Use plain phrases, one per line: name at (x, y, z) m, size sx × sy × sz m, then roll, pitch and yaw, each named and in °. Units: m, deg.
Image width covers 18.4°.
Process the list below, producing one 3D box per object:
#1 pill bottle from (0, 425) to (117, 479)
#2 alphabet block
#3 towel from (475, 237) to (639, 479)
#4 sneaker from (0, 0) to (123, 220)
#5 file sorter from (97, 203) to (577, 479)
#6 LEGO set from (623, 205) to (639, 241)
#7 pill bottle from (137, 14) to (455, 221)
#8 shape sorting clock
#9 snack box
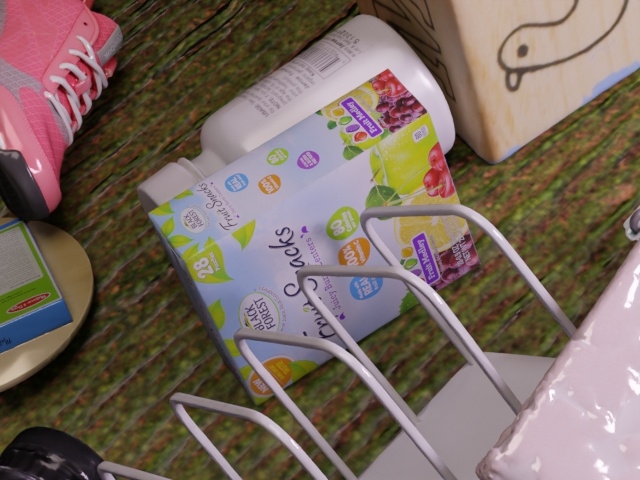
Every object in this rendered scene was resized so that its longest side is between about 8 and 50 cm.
pill bottle at (-0.232, 0.233, 1.360) m, size 0.123 × 0.123 × 0.219 m, roll 12°, pitch 43°, yaw 26°
alphabet block at (0.139, -0.219, 1.573) m, size 0.192 × 0.197 × 0.193 m, roll -35°, pitch 50°, yaw -11°
towel at (0.312, 0.120, 1.232) m, size 0.332 × 0.053 × 0.317 m, roll 35°, pitch 69°, yaw 6°
sneaker at (-0.233, -0.148, 1.687) m, size 0.136 × 0.116 × 0.314 m, roll -16°, pitch 44°, yaw -1°
file sorter at (0.024, 0.123, 1.297) m, size 0.278 × 0.173 × 0.193 m, roll -44°, pitch 18°, yaw -19°
LEGO set at (0.340, 0.047, 1.379) m, size 0.132 × 0.107 × 0.287 m, roll -49°, pitch 50°, yaw 23°
pill bottle at (-0.021, -0.063, 1.541) m, size 0.229 × 0.131 × 0.131 m, roll -35°, pitch 50°, yaw -12°
shape sorting clock at (-0.281, 0.056, 1.589) m, size 0.206 × 0.040 × 0.206 m, roll -10°, pitch 38°, yaw 8°
snack box at (0.000, 0.000, 1.454) m, size 0.207 × 0.174 × 0.070 m, roll -31°, pitch 46°, yaw -7°
